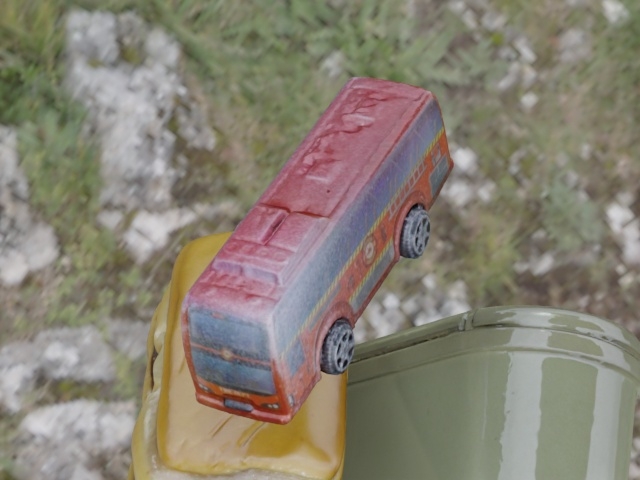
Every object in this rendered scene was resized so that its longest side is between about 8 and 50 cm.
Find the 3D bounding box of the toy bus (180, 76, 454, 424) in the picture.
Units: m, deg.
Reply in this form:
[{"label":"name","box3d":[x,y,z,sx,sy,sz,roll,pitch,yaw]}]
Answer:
[{"label":"toy bus","box3d":[0.000,0.000,0.886,0.065,0.077,0.192,11,46,28]}]

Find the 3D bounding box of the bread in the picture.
[{"label":"bread","box3d":[-0.043,0.079,0.986,0.116,0.077,0.200,3,43,0]}]

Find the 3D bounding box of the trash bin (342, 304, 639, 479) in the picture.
[{"label":"trash bin","box3d":[0.071,0.180,1.024,0.121,0.243,0.247,21,66,-31]}]
